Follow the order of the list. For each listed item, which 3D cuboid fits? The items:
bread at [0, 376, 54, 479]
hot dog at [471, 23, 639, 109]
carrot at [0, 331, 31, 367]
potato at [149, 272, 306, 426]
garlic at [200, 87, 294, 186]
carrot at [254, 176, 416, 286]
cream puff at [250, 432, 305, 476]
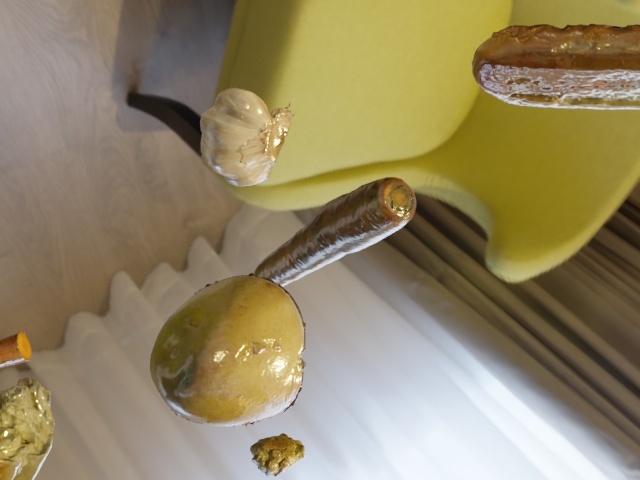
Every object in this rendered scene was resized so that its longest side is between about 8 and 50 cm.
[{"bbox_3d":[-0.469,0.253,0.889,0.314,0.171,0.192,-4,125,-21],"label":"bread"},{"bbox_3d":[0.199,-0.105,0.460,0.066,0.216,0.047,53,48,-54],"label":"hot dog"},{"bbox_3d":[-0.676,0.242,1.526,0.210,0.061,0.061,-20,144,1],"label":"carrot"},{"bbox_3d":[-0.121,0.142,0.907,0.202,0.182,0.117,-26,176,26],"label":"potato"},{"bbox_3d":[-0.087,-0.106,0.801,0.074,0.094,0.113,-36,140,-45],"label":"garlic"},{"bbox_3d":[0.000,0.001,0.942,0.070,0.070,0.342,-18,173,-35],"label":"carrot"},{"bbox_3d":[-0.068,0.338,1.217,0.083,0.083,0.058,-36,143,-65],"label":"cream puff"}]
